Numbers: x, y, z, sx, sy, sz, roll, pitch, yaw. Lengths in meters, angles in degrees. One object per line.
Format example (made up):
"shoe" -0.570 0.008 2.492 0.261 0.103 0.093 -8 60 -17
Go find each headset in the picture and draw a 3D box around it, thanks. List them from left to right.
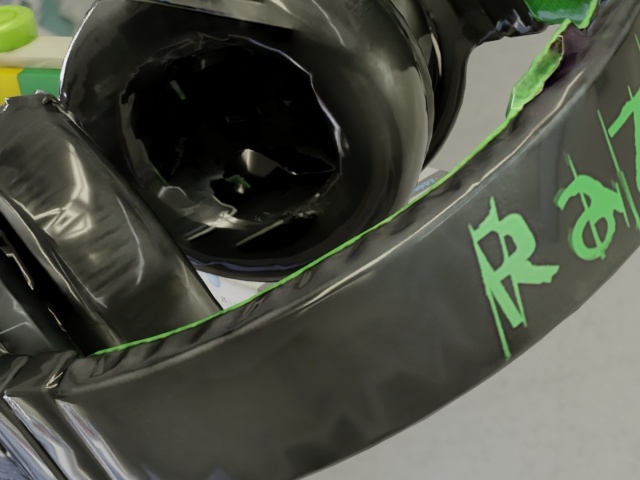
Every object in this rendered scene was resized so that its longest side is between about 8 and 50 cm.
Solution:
"headset" -0.067 -0.034 0.628 0.394 0.185 0.243 -8 34 47

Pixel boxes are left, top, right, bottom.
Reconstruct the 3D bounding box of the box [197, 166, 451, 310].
"box" 0.000 0.000 1.137 0.145 0.038 0.186 -33 29 -29

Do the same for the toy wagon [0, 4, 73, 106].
"toy wagon" -0.204 -0.045 1.502 0.344 0.267 0.068 4 30 26
